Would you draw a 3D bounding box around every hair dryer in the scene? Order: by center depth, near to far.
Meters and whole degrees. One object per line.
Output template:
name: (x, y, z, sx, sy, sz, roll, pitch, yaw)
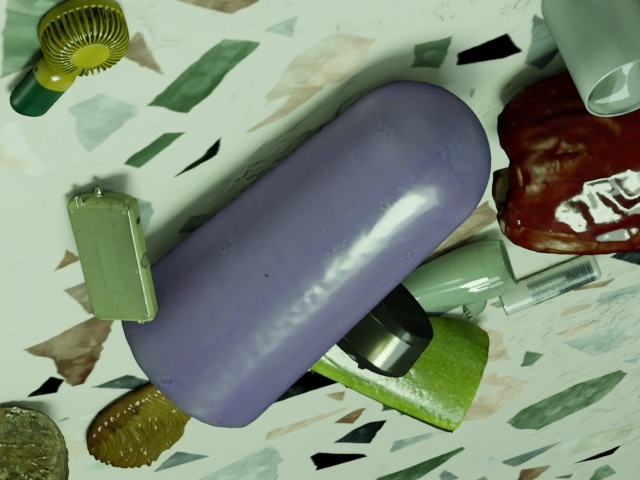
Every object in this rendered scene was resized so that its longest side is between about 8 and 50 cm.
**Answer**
hair dryer: (0.165, 0.079, 2.370, 0.206, 0.075, 0.237, -18, 161, 9)

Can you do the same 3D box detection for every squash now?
squash: (0.101, 0.132, 2.444, 0.252, 0.169, 0.093, 26, 138, -10)

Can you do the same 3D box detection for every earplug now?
earplug: (0.000, 0.000, 1.957, 0.456, 0.215, 0.215, -41, 147, 28)

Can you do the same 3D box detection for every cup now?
cup: (0.310, -0.206, 1.855, 0.136, 0.133, 0.099, 1, 145, -35)

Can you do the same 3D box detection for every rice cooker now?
rice cooker: (0.062, 0.094, 2.193, 0.112, 0.165, 0.106, 18, 106, -50)

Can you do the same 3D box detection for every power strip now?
power strip: (-0.221, 0.013, 1.914, 0.076, 0.028, 0.169, 3, 123, 16)

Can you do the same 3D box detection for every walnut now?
walnut: (0.317, -0.109, 1.985, 0.269, 0.244, 0.221, -8, 119, 11)

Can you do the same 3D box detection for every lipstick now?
lipstick: (0.311, 0.060, 2.437, 0.141, 0.040, 0.040, -21, 153, 2)

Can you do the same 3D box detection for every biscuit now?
biscuit: (-0.232, 0.255, 2.431, 0.176, 0.031, 0.228, -18, 152, -1)

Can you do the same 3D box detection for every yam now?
yam: (-0.389, 0.309, 2.328, 0.128, 0.129, 0.238, 18, 148, 3)

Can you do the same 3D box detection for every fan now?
fan: (-0.236, -0.163, 1.663, 0.082, 0.039, 0.155, 6, 143, -42)
